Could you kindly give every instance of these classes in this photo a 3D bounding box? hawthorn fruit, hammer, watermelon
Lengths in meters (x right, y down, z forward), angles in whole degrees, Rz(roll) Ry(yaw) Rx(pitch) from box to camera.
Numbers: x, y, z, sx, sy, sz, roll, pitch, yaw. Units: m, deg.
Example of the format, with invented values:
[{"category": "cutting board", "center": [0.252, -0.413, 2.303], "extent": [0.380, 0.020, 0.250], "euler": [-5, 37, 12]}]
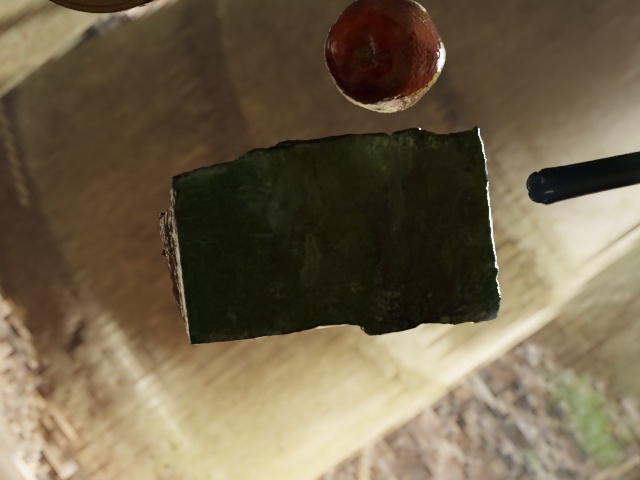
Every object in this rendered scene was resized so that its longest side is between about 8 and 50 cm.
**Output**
[{"category": "hawthorn fruit", "center": [0.068, -0.203, 2.034], "extent": [0.133, 0.133, 0.138], "euler": [56, 27, 9]}, {"category": "hammer", "center": [0.267, -0.065, 1.552], "extent": [0.069, 0.193, 0.116], "euler": [-80, 158, -81]}, {"category": "watermelon", "center": [0.004, 0.013, 1.538], "extent": [0.302, 0.264, 0.151], "euler": [140, -58, -77]}]

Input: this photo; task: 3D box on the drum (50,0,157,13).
[{"category": "drum", "center": [-0.172, -0.427, 1.649], "extent": [0.214, 0.431, 0.431], "euler": [-32, 85, -41]}]
